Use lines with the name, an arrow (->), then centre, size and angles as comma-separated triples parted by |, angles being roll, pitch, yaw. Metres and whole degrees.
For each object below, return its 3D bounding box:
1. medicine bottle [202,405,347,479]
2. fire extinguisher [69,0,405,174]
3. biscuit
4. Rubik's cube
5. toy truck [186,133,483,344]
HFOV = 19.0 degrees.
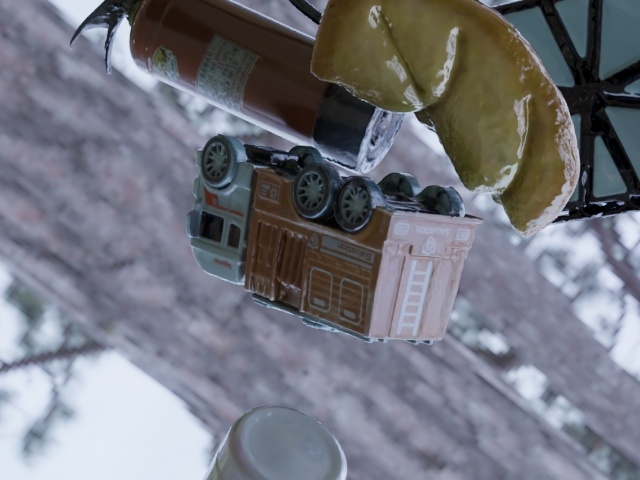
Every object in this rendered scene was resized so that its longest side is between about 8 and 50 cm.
medicine bottle -> -0.067, 0.237, 1.418 | 0.095, 0.095, 0.260 | -76, -170, -50
fire extinguisher -> -0.079, -0.223, 2.050 | 0.200, 0.376, 0.113 | -64, 163, -5
biscuit -> 0.131, -0.144, 1.794 | 0.154, 0.299, 0.045 | -51, -177, 22
Rubik's cube -> 0.403, -0.188, 2.389 | 0.288, 0.293, 0.283 | -7, -172, 34
toy truck -> 0.000, 0.000, 1.874 | 0.305, 0.136, 0.162 | 19, -79, 46
